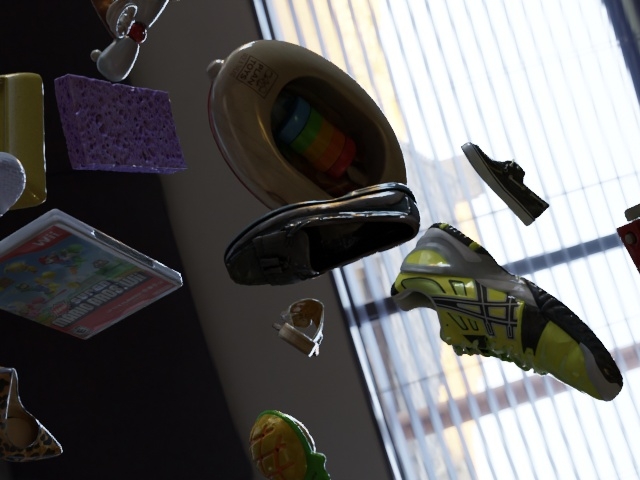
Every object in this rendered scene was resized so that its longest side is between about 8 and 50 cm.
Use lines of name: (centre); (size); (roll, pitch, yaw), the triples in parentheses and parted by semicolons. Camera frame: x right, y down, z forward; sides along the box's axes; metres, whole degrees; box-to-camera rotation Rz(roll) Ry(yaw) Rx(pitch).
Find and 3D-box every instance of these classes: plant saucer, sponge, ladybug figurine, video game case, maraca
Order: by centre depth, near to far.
sponge: (-0.261, -0.150, 1.198); (0.210, 0.031, 0.117); (-5, 81, -63)
video game case: (-0.367, 0.060, 1.324); (0.285, 0.204, 0.025); (37, 30, -55)
maraca: (-0.052, 0.366, 1.527); (0.186, 0.099, 0.127); (36, -54, 35)
ladybug figurine: (-0.036, -0.176, 1.639); (0.449, 0.305, 0.162); (40, -27, -24)
plant saucer: (-0.754, -0.213, 1.880); (0.081, 0.333, 0.332); (87, -6, -65)

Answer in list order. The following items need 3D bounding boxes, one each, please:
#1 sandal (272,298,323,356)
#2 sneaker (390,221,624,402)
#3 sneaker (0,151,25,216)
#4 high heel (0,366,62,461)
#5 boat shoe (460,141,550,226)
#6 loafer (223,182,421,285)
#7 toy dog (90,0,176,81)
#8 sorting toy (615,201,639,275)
sandal: (-0.020, 0.131, 1.423); (0.088, 0.079, 0.240); (35, -4, 0)
sneaker: (0.264, 0.127, 1.306); (0.385, 0.147, 0.145); (37, -7, 40)
sneaker: (-0.652, -0.099, 1.430); (0.137, 0.366, 0.210); (61, 7, -57)
high heel: (-0.538, 0.321, 1.642); (0.261, 0.186, 0.093); (37, 33, -36)
boat shoe: (0.349, -0.120, 1.697); (0.219, 0.070, 0.077); (42, 13, -25)
loafer: (0.000, 0.000, 1.158); (0.084, 0.268, 0.096); (-101, 169, -60)
toy dog: (-0.432, -0.529, 1.995); (0.220, 0.161, 0.333); (95, 20, -54)
sorting toy: (0.537, 0.047, 1.241); (0.255, 0.089, 0.257); (64, -22, 5)
